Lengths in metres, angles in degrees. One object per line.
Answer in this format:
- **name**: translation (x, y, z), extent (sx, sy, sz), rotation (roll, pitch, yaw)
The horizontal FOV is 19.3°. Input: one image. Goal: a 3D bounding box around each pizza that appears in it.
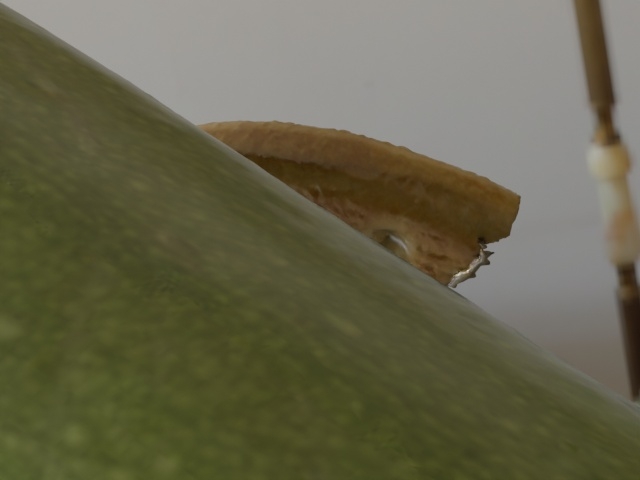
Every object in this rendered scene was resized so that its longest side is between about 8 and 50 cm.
- **pizza**: translation (0.000, 0.000, 0.756), extent (0.178, 0.131, 0.041), rotation (-3, 48, 27)

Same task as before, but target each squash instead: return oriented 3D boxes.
- **squash**: translation (-0.077, 0.090, 0.561), extent (0.384, 0.263, 0.263), rotation (31, 47, 23)
